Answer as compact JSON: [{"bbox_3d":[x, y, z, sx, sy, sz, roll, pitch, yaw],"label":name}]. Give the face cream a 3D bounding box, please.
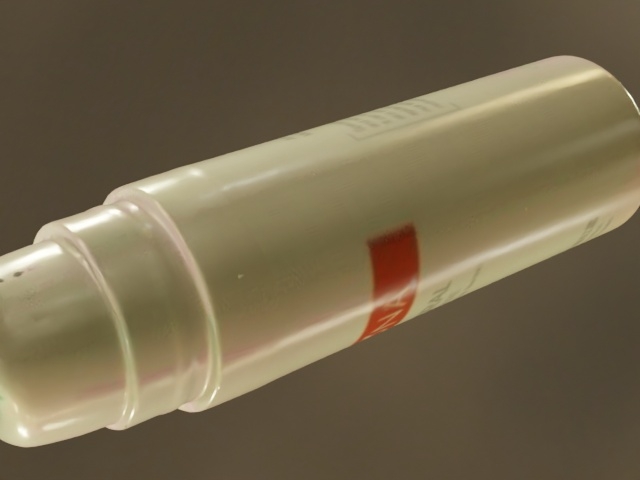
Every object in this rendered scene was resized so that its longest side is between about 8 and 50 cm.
[{"bbox_3d":[0.000,0.000,0.557,0.345,0.102,0.102,-21,-88,-31],"label":"face cream"}]
